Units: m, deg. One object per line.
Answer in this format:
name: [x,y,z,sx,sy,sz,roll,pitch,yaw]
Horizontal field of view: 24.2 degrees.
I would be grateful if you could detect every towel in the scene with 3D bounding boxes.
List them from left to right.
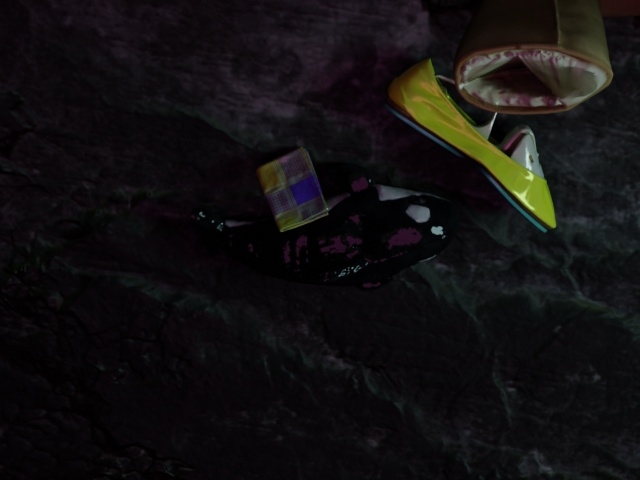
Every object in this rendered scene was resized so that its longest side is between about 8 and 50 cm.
towel: [-0.031,-0.054,1.588,0.060,0.083,0.009,-21,158,4]

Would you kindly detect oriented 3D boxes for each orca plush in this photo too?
orca plush: [0.000,0.000,1.595,0.287,0.102,0.151,9,118,5]

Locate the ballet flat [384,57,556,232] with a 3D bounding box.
ballet flat: [0.172,-0.102,1.534,0.231,0.077,0.077,38,101,-10]

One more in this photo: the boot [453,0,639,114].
boot: [0.247,-0.198,1.352,0.236,0.269,0.089,-4,119,12]
